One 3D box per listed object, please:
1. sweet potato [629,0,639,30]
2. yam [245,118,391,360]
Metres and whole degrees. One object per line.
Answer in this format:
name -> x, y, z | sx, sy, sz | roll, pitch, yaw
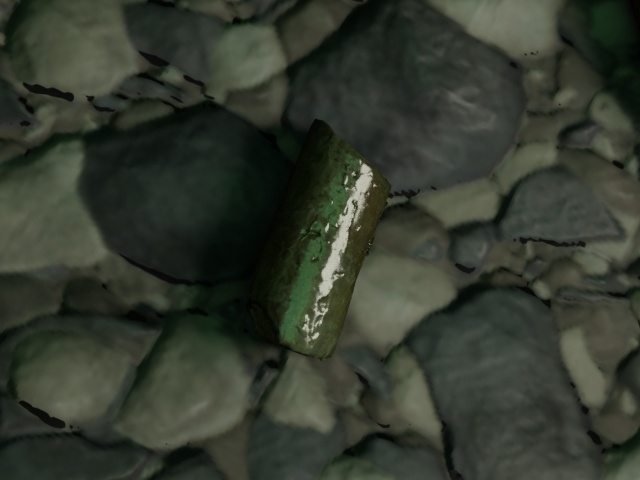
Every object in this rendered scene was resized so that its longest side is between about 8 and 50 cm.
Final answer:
sweet potato -> 0.173, -0.074, 0.612 | 0.053, 0.054, 0.182 | -25, 91, -1
yam -> 0.000, 0.000, 0.582 | 0.043, 0.043, 0.094 | 23, 82, -7
